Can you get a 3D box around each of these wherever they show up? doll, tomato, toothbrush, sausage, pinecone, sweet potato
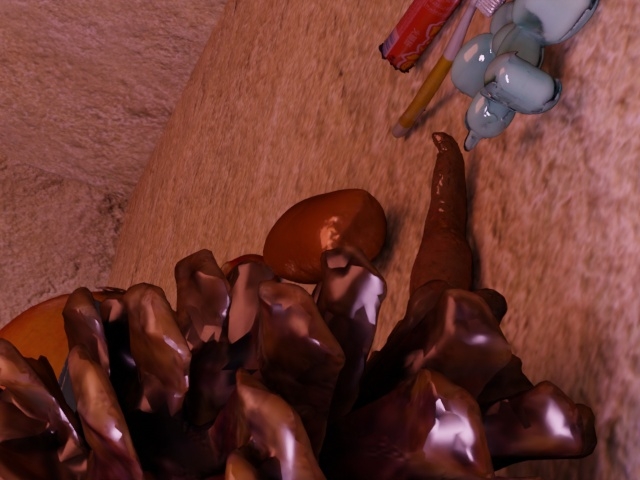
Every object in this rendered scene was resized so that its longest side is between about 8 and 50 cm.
[{"bbox_3d":[0.152,-0.146,0.941,0.158,0.059,0.159,-44,21,60],"label":"doll"},{"bbox_3d":[-0.095,0.059,1.522,0.087,0.075,0.087,-54,24,37],"label":"tomato"},{"bbox_3d":[0.116,-0.161,1.108,0.021,0.024,0.288,-38,-9,-24],"label":"toothbrush"},{"bbox_3d":[0.000,0.000,1.237,0.238,0.098,0.098,-10,61,71],"label":"sausage"},{"bbox_3d":[-0.007,0.161,0.664,0.384,0.384,0.384,-160,90,-75],"label":"pinecone"},{"bbox_3d":[0.102,-0.008,0.976,0.214,0.050,0.050,-80,17,-44],"label":"sweet potato"},{"bbox_3d":[0.114,-0.237,1.235,0.145,0.050,0.048,-52,50,46],"label":"sausage"}]

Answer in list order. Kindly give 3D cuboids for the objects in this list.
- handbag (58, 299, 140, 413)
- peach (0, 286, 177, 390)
[{"bbox_3d":[-0.162,0.205,1.235,0.079,0.248,0.260,133,152,-61],"label":"handbag"},{"bbox_3d":[-0.261,0.239,1.394,0.373,0.290,0.372,3,-90,-69],"label":"peach"}]
